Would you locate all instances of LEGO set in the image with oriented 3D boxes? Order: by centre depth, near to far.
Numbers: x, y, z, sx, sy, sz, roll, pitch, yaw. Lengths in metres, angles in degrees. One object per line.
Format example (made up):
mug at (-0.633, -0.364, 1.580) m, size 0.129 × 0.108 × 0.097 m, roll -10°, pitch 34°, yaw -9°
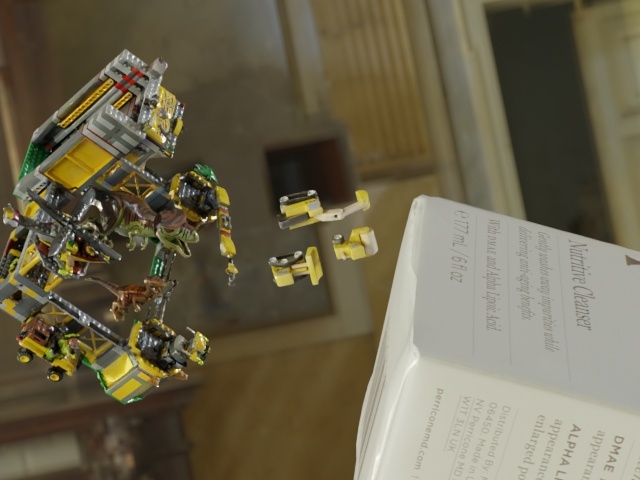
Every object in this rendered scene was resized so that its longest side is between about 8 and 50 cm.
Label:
LEGO set at (-0.176, -0.024, 1.805) m, size 0.192 × 0.255 × 0.331 m, roll -36°, pitch 21°, yaw 36°

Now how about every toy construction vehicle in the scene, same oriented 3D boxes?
toy construction vehicle at (0.000, 0.000, 1.620) m, size 0.098 × 0.086 × 0.035 m, roll -11°, pitch 31°, yaw -1°

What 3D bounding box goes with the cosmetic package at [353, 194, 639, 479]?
cosmetic package at (0.213, 0.124, 0.931) m, size 0.385 × 0.156 × 0.217 m, roll 13°, pitch 23°, yaw -2°
